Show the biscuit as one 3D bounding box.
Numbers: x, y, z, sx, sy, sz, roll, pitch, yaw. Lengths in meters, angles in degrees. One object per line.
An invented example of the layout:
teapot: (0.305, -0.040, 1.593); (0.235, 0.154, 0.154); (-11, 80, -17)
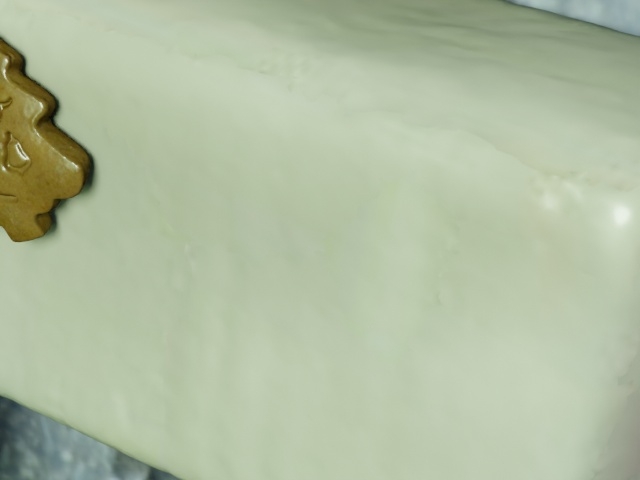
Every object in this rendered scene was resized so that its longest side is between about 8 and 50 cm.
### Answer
biscuit: (-0.127, -0.044, 0.708); (0.082, 0.016, 0.092); (-8, 104, 39)

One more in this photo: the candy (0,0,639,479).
candy: (-0.001, -0.002, 0.733); (0.358, 0.145, 0.208); (22, 118, 30)
